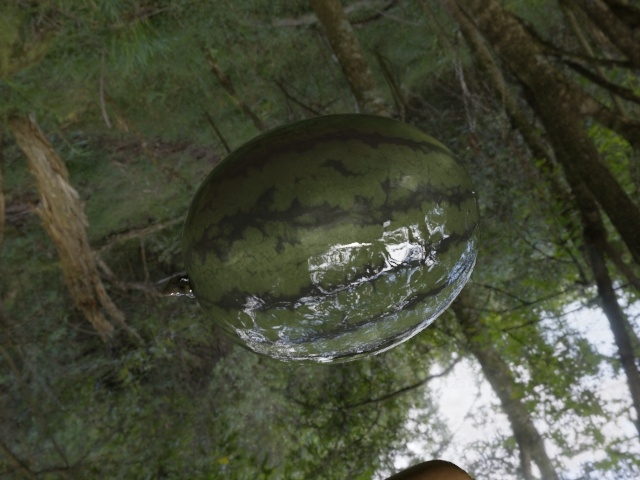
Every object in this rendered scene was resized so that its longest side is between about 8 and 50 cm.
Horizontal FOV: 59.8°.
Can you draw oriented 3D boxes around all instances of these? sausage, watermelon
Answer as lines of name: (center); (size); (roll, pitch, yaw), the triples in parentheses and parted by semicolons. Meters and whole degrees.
sausage: (0.153, 0.469, 0.969); (0.252, 0.123, 0.123); (-7, 162, -36)
watermelon: (0.000, 0.000, 0.640); (0.359, 0.279, 0.279); (-16, 173, 7)
